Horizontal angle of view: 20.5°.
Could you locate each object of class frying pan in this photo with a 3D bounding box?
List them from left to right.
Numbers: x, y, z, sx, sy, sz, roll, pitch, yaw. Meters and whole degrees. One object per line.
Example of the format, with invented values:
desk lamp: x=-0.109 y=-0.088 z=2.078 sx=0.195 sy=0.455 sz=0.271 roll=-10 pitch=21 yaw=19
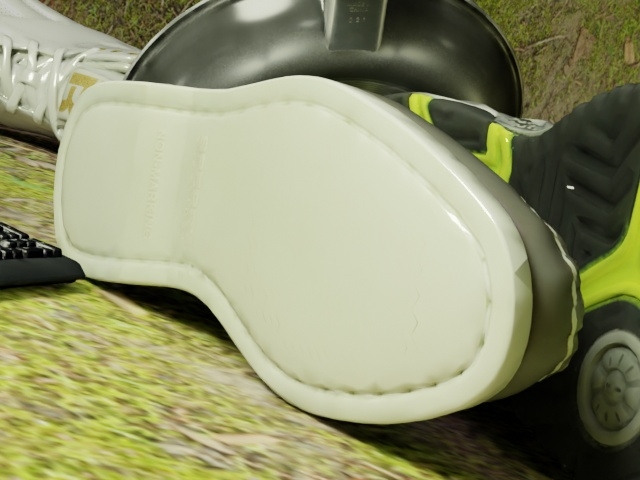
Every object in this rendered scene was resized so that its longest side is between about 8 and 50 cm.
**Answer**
frying pan: x=0.033 y=-0.085 z=0.788 sx=0.197 sy=0.326 sz=0.053 roll=16 pitch=44 yaw=-27

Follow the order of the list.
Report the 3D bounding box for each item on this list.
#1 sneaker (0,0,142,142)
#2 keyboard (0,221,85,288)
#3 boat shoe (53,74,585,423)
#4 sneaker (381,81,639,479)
sneaker: x=-0.190 y=-0.116 z=1.171 sx=0.292 sy=0.108 sz=0.169 roll=15 pitch=3 yaw=-27
keyboard: x=-0.160 y=-0.012 z=0.620 sx=0.100 sy=0.038 sz=0.192 roll=18 pitch=5 yaw=16
boat shoe: x=0.001 y=-0.005 z=0.652 sx=0.091 sy=0.109 sz=0.305 roll=7 pitch=6 yaw=-33
sneaker: x=0.136 y=0.018 z=0.652 sx=0.147 sy=0.145 sz=0.384 roll=12 pitch=8 yaw=-27
